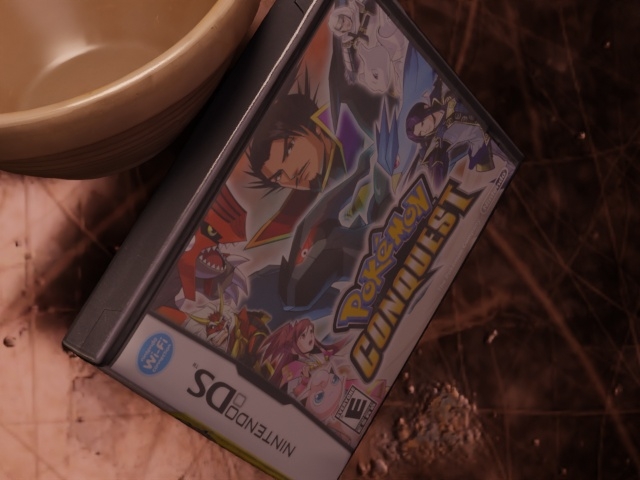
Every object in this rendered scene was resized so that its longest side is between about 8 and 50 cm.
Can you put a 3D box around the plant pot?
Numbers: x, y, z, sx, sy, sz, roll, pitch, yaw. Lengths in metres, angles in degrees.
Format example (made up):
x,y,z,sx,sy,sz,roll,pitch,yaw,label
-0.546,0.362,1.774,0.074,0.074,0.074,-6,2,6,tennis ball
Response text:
x,y,z,sx,sy,sz,roll,pitch,yaw,label
-0.141,-0.113,0.853,0.237,0.237,0.110,-32,140,-16,plant pot

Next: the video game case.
x,y,z,sx,sy,sz,roll,pitch,yaw,label
0.000,0.000,0.904,0.275,0.035,0.248,-59,139,-9,video game case
